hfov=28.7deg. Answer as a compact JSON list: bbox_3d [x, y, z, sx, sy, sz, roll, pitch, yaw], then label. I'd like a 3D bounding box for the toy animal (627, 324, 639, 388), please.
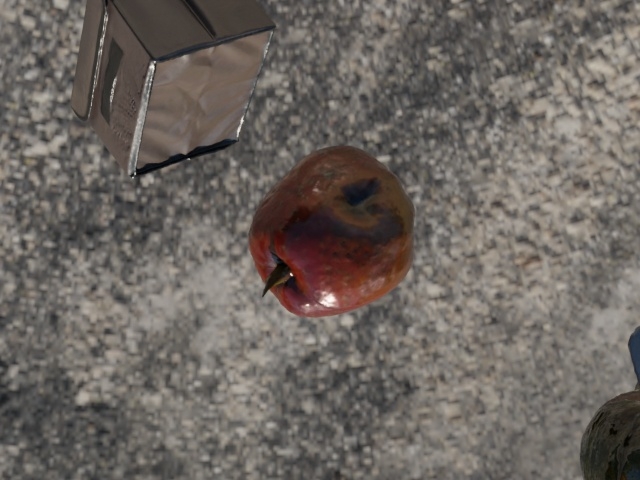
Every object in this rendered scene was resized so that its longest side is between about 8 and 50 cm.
[{"bbox_3d":[0.351,0.282,1.201,0.081,0.206,0.367,-11,105,13],"label":"toy animal"}]

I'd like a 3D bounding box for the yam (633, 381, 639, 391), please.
[{"bbox_3d":[0.521,0.106,1.807,0.071,0.317,0.067,15,166,24],"label":"yam"}]

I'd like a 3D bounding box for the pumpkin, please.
[{"bbox_3d":[0.406,0.249,1.370,0.238,0.238,0.159,4,92,-8],"label":"pumpkin"}]

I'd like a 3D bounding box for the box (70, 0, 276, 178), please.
[{"bbox_3d":[-0.188,-0.218,1.558,0.188,0.153,0.252,-23,157,-31],"label":"box"}]

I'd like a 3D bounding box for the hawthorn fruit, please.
[{"bbox_3d":[0.017,-0.011,1.920,0.262,0.258,0.258,-31,130,2],"label":"hawthorn fruit"}]
